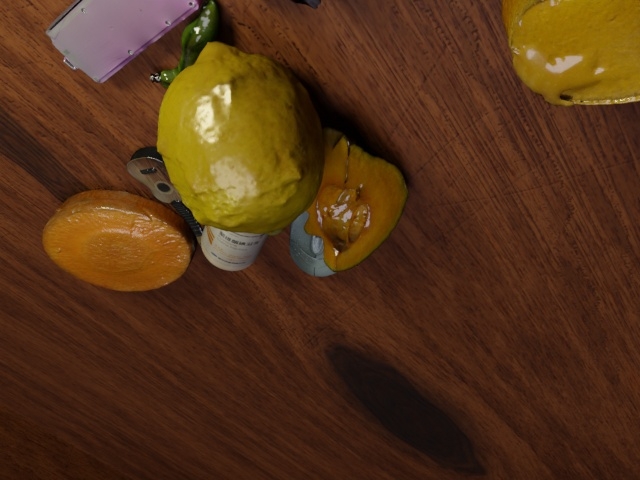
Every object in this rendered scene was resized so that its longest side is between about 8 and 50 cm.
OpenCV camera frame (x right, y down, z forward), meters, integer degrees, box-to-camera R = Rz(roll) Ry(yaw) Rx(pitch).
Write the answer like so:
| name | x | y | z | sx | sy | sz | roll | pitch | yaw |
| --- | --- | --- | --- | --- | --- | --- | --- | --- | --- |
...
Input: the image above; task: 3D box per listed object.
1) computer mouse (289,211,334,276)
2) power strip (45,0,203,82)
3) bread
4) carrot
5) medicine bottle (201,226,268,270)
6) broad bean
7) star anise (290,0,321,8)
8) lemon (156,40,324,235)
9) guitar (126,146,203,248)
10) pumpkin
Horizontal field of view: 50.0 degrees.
| name | x | y | z | sx | sy | sz | roll | pitch | yaw |
| --- | --- | --- | --- | --- | --- | --- | --- | --- | --- |
| computer mouse | -0.001 | 0.006 | 1.274 | 0.113 | 0.068 | 0.229 | 10 | 143 | 4 |
| power strip | -0.282 | -0.320 | 0.975 | 0.279 | 0.037 | 0.109 | -20 | 130 | 38 |
| bread | 0.338 | -0.254 | 0.755 | 0.270 | 0.142 | 0.195 | 0 | 143 | 23 |
| carrot | -0.401 | -0.001 | 1.401 | 0.307 | 0.100 | 0.258 | -1 | 139 | 8 |
| medicine bottle | -0.133 | -0.050 | 1.211 | 0.114 | 0.114 | 0.252 | 22 | 142 | -9 |
| broad bean | -0.187 | -0.271 | 1.001 | 0.061 | 0.046 | 0.195 | 31 | 142 | -24 |
| star anise | -0.063 | -0.369 | 0.799 | 0.236 | 0.093 | 0.229 | -12 | 129 | 28 |
| lemon | -0.111 | -0.140 | 0.980 | 0.234 | 0.233 | 0.288 | -7 | 113 | 27 |
| guitar | -0.261 | -0.067 | 1.294 | 0.084 | 0.038 | 0.271 | -6 | 136 | 27 |
| pumpkin | 0.049 | -0.093 | 1.124 | 0.130 | 0.149 | 0.254 | 41 | 141 | 41 |
